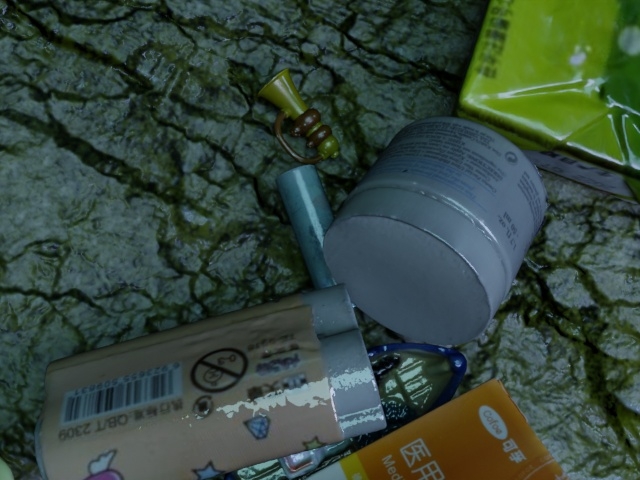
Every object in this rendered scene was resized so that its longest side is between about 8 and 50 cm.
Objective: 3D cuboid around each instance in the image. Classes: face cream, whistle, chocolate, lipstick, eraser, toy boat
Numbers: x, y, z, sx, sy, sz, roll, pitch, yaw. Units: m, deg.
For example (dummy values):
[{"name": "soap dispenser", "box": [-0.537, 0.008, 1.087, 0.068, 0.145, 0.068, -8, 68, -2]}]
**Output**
[{"name": "face cream", "box": [0.113, -0.011, 0.799, 0.177, 0.177, 0.153, 37, 57, 0]}, {"name": "whistle", "box": [-0.023, -0.129, 0.881, 0.046, 0.057, 0.109, -38, 89, 28]}, {"name": "chocolate", "box": [0.305, -0.206, 0.900, 0.289, 0.137, 0.300, 20, 77, -5]}, {"name": "lipstick", "box": [0.000, 0.000, 0.863, 0.048, 0.048, 0.157, -19, 83, -11]}, {"name": "eraser", "box": [-0.100, 0.134, 0.746, 0.291, 0.171, 0.087, -16, 126, -1]}, {"name": "toy boat", "box": [0.023, 0.175, 0.801, 0.262, 0.115, 0.114, -27, 85, -12]}]

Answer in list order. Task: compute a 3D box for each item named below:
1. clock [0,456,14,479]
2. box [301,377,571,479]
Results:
[{"name": "clock", "box": [-0.215, 0.327, 0.665, 0.348, 0.286, 0.117, 50, 58, -3]}, {"name": "box", "box": [0.076, 0.299, 0.696, 0.341, 0.225, 0.143, -26, 128, -4]}]
